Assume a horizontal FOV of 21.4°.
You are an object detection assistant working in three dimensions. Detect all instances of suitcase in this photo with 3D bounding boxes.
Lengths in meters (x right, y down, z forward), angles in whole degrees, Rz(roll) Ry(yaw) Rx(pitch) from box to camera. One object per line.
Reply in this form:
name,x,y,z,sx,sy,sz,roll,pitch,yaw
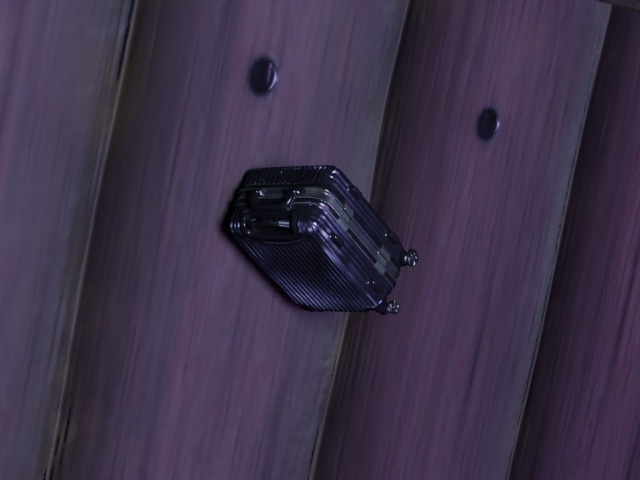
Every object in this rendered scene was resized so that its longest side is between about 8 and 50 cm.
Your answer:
suitcase,0.000,0.000,1.147,0.126,0.086,0.059,49,51,-43
